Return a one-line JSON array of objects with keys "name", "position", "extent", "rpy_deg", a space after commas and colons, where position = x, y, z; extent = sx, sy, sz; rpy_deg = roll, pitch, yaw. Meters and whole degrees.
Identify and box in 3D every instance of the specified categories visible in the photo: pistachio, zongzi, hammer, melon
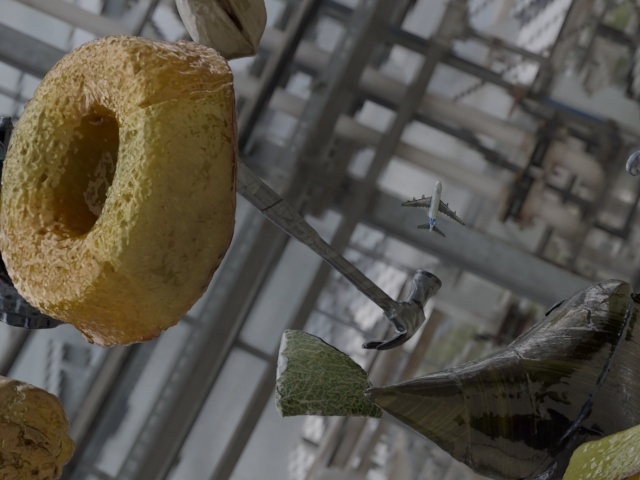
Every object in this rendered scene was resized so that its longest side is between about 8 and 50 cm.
[{"name": "pistachio", "position": [-0.127, -0.296, 1.895], "extent": [0.113, 0.113, 0.149], "rpy_deg": [-58, -46, -24]}, {"name": "zongzi", "position": [0.270, 0.158, 2.015], "extent": [0.208, 0.432, 0.403], "rpy_deg": [-50, 19, 43]}, {"name": "hammer", "position": [0.001, 0.000, 2.166], "extent": [0.152, 0.427, 0.044], "rpy_deg": [-56, 25, -19]}, {"name": "melon", "position": [-0.012, 0.226, 2.210], "extent": [0.139, 0.202, 0.093], "rpy_deg": [-33, -32, -40]}]

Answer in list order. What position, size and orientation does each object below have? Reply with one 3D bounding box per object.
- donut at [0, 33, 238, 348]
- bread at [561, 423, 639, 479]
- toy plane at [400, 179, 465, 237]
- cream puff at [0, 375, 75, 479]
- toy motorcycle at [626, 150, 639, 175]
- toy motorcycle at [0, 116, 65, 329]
[{"name": "donut", "position": [-0.193, -0.057, 1.382], "extent": [0.110, 0.303, 0.303], "rpy_deg": [20, -85, -40]}, {"name": "bread", "position": [0.418, 0.311, 1.610], "extent": [0.362, 0.245, 0.233], "rpy_deg": [-38, 11, 47]}, {"name": "toy plane", "position": [0.129, -0.037, 1.697], "extent": [0.084, 0.078, 0.024], "rpy_deg": [-80, 10, -50]}, {"name": "cream puff", "position": [-0.397, 0.251, 1.846], "extent": [0.189, 0.189, 0.129], "rpy_deg": [91, -169, -54]}, {"name": "toy motorcycle", "position": [0.531, -0.091, 2.102], "extent": [0.171, 0.110, 0.260], "rpy_deg": [-29, -52, -13]}, {"name": "toy motorcycle", "position": [-0.378, -0.041, 1.677], "extent": [0.232, 0.416, 0.172], "rpy_deg": [-21, -47, -47]}]
